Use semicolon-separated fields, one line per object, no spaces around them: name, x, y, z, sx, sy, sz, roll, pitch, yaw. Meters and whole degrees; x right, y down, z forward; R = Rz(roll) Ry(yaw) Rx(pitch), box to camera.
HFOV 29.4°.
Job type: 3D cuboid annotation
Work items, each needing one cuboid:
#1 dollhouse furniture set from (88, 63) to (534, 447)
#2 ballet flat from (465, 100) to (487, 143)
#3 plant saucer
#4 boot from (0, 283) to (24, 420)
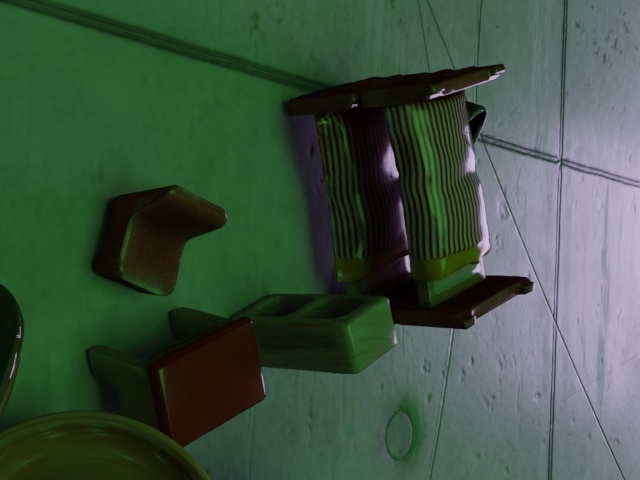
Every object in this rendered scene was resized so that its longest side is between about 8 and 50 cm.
dollhouse furniture set;0.000;0.000;0.927;0.374;0.152;0.201;-26;109;-48
ballet flat;0.111;-0.063;1.148;0.057;0.049;0.173;42;58;-41
plant saucer;-0.150;0.206;0.748;0.037;0.200;0.200;110;-6;-73
boot;-0.246;0.166;0.684;0.115;0.112;0.305;63;45;-59
